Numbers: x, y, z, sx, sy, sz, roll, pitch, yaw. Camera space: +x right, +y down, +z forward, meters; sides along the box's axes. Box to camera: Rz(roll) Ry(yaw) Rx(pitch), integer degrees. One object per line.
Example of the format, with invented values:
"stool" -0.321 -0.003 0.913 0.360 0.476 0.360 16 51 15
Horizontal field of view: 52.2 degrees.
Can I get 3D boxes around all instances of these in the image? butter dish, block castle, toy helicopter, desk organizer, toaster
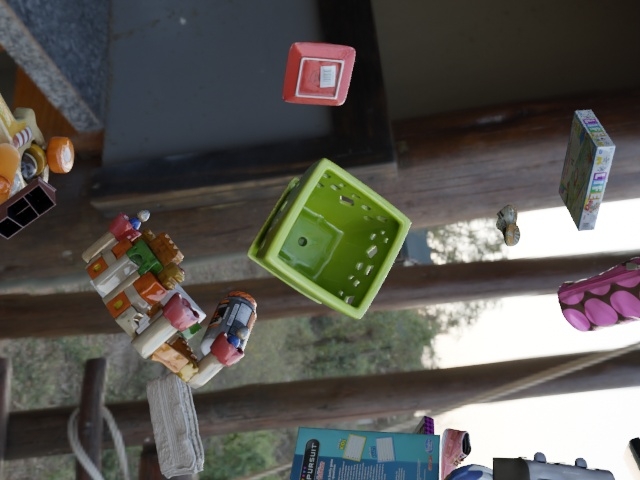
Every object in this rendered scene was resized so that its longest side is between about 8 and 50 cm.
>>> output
"butter dish" -0.011 -0.418 1.570 0.118 0.159 0.160 -102 -162 -46
"block castle" -0.397 0.135 1.687 0.453 0.213 0.303 45 -6 41
"toy helicopter" -0.648 -0.202 1.337 0.355 0.140 0.235 89 6 -55
"desk organizer" -0.591 -0.063 1.297 0.047 0.130 0.050 48 12 -46
"toaster" 0.356 0.426 1.001 0.110 0.168 0.186 130 -31 -61

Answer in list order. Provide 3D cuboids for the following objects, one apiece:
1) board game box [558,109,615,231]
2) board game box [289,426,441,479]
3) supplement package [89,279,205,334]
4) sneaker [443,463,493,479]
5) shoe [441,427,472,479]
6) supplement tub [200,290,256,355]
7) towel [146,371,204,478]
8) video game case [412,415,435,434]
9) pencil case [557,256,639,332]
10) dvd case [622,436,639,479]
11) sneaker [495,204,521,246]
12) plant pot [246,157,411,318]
"board game box" 0.402 -0.106 0.995 0.103 0.026 0.154 -92 177 -49
"board game box" 0.098 0.556 1.458 0.254 0.335 0.079 -78 162 -44
"supplement package" -0.533 0.180 2.014 0.293 0.177 0.175 41 -4 28
"sneaker" 0.385 0.591 1.403 0.296 0.112 0.131 39 12 -24
"shoe" 0.401 0.655 1.962 0.063 0.081 0.178 28 64 -31
"supplement tub" -0.247 0.238 1.803 0.190 0.116 0.117 -72 157 -47
"towel" -0.411 0.511 1.819 0.049 0.187 0.282 -2 72 -46
"video game case" 0.286 0.681 1.964 0.232 0.041 0.210 -77 -171 -59
"pencil case" 0.441 0.075 0.960 0.209 0.098 0.095 138 -37 -59
"dvd case" 0.753 0.559 1.495 0.239 0.029 0.179 51 18 -57
"sneaker" 0.318 -0.020 1.115 0.031 0.037 0.083 29 51 -24
"plant pot" 0.000 0.000 1.281 0.227 0.228 0.207 -60 -160 -14
